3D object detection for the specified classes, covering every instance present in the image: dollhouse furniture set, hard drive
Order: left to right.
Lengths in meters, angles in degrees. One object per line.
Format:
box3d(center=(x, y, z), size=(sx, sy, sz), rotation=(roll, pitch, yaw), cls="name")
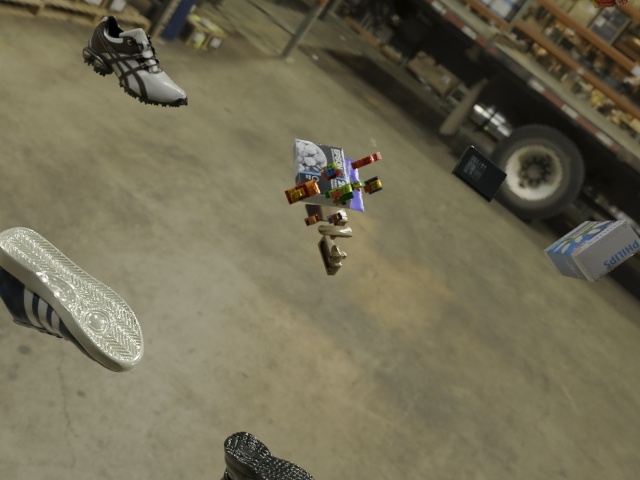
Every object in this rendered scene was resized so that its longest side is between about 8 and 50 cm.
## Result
box3d(center=(0.000, 0.000, 2.364), size=(0.123, 0.151, 0.144), rotation=(3, 52, -29), cls="dollhouse furniture set")
box3d(center=(0.425, -0.177, 2.192), size=(0.135, 0.094, 0.022), rotation=(36, -10, -15), cls="hard drive")

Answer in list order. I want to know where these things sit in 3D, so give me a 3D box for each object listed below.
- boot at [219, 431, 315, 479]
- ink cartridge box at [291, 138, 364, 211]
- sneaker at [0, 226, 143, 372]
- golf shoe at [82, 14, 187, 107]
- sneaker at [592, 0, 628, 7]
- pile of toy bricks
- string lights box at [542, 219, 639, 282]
box3d(center=(-0.089, 0.470, 1.500), size=(0.246, 0.161, 0.083), rotation=(33, 43, 30), cls="boot")
box3d(center=(0.026, -0.185, 2.328), size=(0.208, 0.045, 0.206), rotation=(9, 50, -21), cls="ink cartridge box")
box3d(center=(-0.474, 0.134, 1.506), size=(0.350, 0.148, 0.131), rotation=(42, 32, 11), cls="sneaker")
box3d(center=(-0.289, -0.283, 1.305), size=(0.198, 0.094, 0.077), rotation=(32, 26, 9), cls="golf shoe")
box3d(center=(0.503, -0.474, 1.411), size=(0.067, 0.175, 0.064), rotation=(4, -33, 36), cls="sneaker")
box3d(center=(0.039, -0.101, 1.688), size=(0.105, 0.212, 0.118), rotation=(-103, 170, -85), cls="pile of toy bricks")
box3d(center=(0.613, 0.021, 1.862), size=(0.076, 0.133, 0.259), rotation=(55, 0, -1), cls="string lights box")
